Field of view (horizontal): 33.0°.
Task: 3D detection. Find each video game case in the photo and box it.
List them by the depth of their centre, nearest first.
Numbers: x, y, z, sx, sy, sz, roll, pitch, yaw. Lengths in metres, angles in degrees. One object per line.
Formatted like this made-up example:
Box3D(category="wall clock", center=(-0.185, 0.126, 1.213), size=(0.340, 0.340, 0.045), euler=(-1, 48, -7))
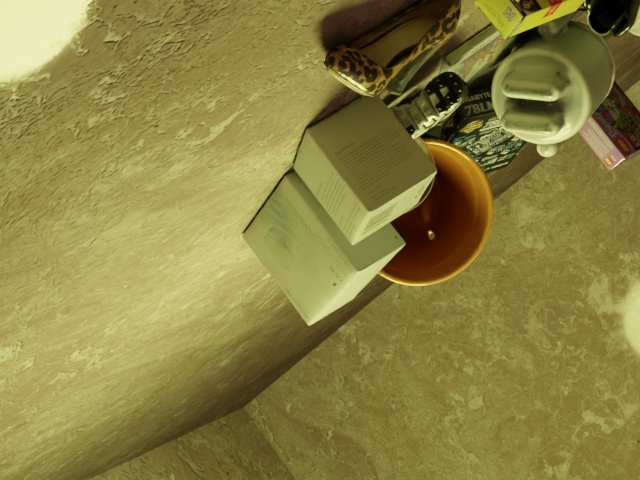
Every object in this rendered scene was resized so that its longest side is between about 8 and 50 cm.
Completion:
Box3D(category="video game case", center=(0.301, -0.350, 2.046), size=(0.183, 0.023, 0.201), euler=(-35, 169, -8))

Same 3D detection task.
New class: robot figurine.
Box3D(category="robot figurine", center=(0.467, -0.320, 2.149), size=(0.353, 0.200, 0.299), euler=(-42, 139, -52))

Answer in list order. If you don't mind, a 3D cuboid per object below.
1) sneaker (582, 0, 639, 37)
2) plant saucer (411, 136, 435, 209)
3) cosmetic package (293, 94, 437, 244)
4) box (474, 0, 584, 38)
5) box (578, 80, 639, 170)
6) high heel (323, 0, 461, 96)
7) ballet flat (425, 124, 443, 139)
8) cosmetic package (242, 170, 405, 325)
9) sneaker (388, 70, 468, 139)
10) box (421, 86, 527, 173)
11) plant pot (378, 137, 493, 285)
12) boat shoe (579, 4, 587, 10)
Box3D(category="sneaker", center=(0.571, -0.463, 2.008), size=(0.257, 0.169, 0.447), euler=(-39, 166, -7))
Box3D(category="plant saucer", center=(0.131, -0.132, 2.036), size=(0.168, 0.168, 0.029), euler=(-37, -164, 2))
Box3D(category="cosmetic package", center=(0.072, -0.124, 1.850), size=(0.151, 0.183, 0.151), euler=(-32, 168, -21))
Box3D(category="box", center=(0.364, -0.413, 1.823), size=(0.232, 0.087, 0.058), euler=(-25, 164, -42))
Box3D(category="box", center=(0.663, -0.320, 2.578), size=(0.201, 0.293, 0.057), euler=(-26, 167, -45))
Box3D(category="high heel", center=(0.105, -0.300, 1.541), size=(0.186, 0.093, 0.261), euler=(-54, 160, 21))
Box3D(category="ballet flat", center=(0.209, -0.239, 2.100), size=(0.068, 0.072, 0.213), euler=(-46, 166, 17))
Box3D(category="cosmetic package", center=(0.000, 0.000, 2.030), size=(0.138, 0.224, 0.224), euler=(-29, 166, -37))
Box3D(category="sneaker", center=(0.177, -0.225, 1.960), size=(0.234, 0.078, 0.106), euler=(-32, 172, 26))
Box3D(category="box", center=(0.354, -0.234, 2.383), size=(0.296, 0.073, 0.293), euler=(-17, 156, -28))
Box3D(category="plant pot", center=(0.180, -0.072, 2.181), size=(0.291, 0.290, 0.203), euler=(-37, -165, -1))
Box3D(category="boat shoe", center=(0.474, -0.467, 2.010), size=(0.207, 0.073, 0.073), euler=(-21, 123, -63))
